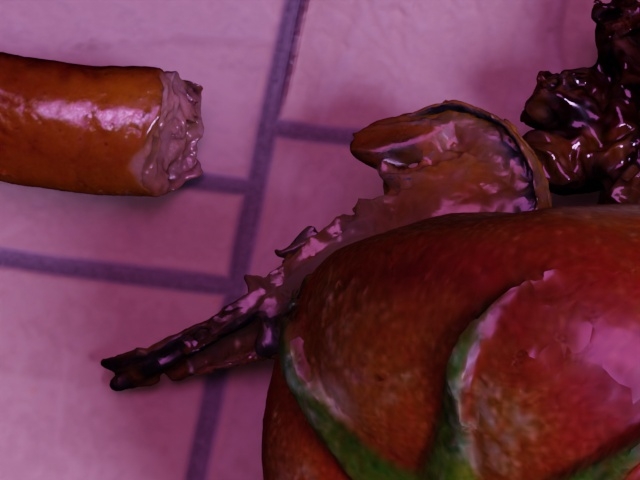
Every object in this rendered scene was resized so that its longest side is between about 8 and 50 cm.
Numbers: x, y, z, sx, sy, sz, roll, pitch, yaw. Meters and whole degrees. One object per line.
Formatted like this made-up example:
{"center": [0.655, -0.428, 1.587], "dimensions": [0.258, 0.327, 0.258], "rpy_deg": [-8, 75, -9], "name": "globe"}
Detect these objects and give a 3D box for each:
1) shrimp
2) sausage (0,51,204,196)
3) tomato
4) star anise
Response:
{"center": [0.001, 0.009, 1.064], "dimensions": [0.262, 0.066, 0.117], "rpy_deg": [-17, 65, 11], "name": "shrimp"}
{"center": [-0.212, -0.093, 1.125], "dimensions": [0.302, 0.076, 0.103], "rpy_deg": [19, 58, 11], "name": "sausage"}
{"center": [0.129, 0.103, 0.894], "dimensions": [0.303, 0.303, 0.239], "rpy_deg": [44, 42, 21], "name": "tomato"}
{"center": [0.192, -0.058, 1.059], "dimensions": [0.190, 0.126, 0.220], "rpy_deg": [-27, 57, 20], "name": "star anise"}
